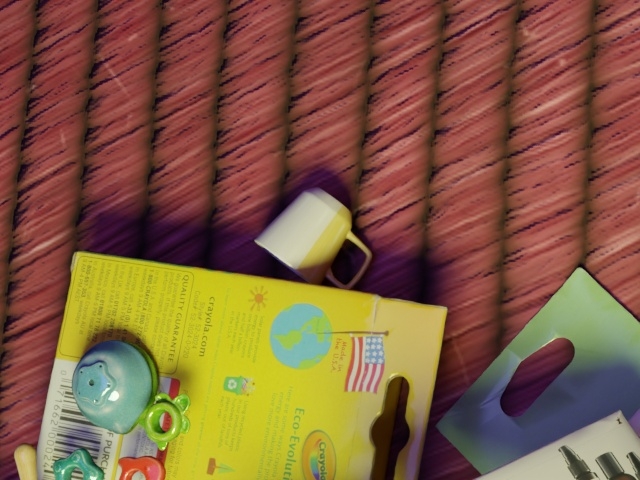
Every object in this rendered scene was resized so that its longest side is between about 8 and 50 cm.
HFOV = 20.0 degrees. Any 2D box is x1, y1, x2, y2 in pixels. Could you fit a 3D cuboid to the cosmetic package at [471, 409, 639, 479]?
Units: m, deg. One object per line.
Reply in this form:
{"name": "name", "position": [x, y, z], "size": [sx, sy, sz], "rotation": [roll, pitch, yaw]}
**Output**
{"name": "cosmetic package", "position": [0.120, 0.202, 1.180], "size": [0.239, 0.060, 0.099], "rotation": [-22, 64, -25]}

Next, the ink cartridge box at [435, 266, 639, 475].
{"name": "ink cartridge box", "position": [0.206, 0.153, 1.293], "size": [0.235, 0.056, 0.171], "rotation": [45, 99, 22]}

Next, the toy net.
{"name": "toy net", "position": [-0.183, 0.192, 1.370], "size": [0.122, 0.045, 0.232], "rotation": [34, 97, 23]}

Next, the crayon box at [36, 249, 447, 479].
{"name": "crayon box", "position": [-0.055, 0.130, 1.393], "size": [0.318, 0.081, 0.202], "rotation": [9, 84, 25]}

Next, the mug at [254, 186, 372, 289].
{"name": "mug", "position": [-0.003, -0.002, 1.416], "size": [0.064, 0.078, 0.062], "rotation": [-53, 28, -4]}
